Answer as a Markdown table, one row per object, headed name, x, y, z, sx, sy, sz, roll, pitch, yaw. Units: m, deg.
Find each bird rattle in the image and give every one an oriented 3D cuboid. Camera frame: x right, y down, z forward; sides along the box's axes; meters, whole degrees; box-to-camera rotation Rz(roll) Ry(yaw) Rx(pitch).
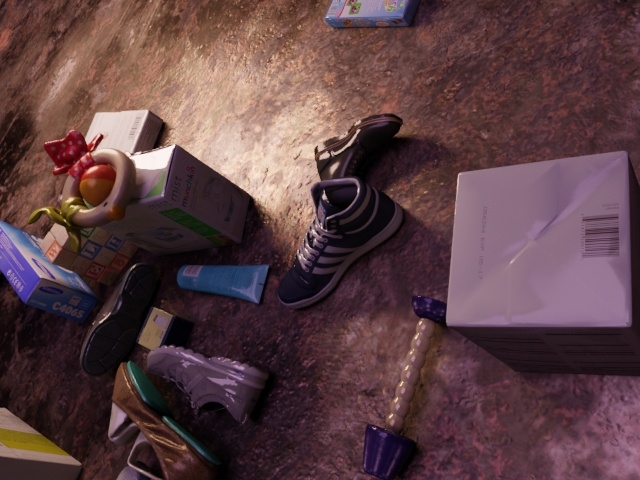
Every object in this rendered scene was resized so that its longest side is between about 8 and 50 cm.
| name | x | y | z | sx | sy | sz | roll | pitch | yaw |
| --- | --- | --- | --- | --- | --- | --- | --- | --- | --- |
| bird rattle | -0.442 | -0.104 | 1.226 | 0.206 | 0.143 | 0.254 | -5 | 57 | 22 |

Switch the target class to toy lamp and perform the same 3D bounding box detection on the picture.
| name | x | y | z | sx | sy | sz | roll | pitch | yaw |
| --- | --- | --- | --- | --- | --- | --- | --- | --- | --- |
| toy lamp | 0.130 | 0.222 | 0.958 | 0.080 | 0.080 | 0.275 | 8 | 73 | 38 |

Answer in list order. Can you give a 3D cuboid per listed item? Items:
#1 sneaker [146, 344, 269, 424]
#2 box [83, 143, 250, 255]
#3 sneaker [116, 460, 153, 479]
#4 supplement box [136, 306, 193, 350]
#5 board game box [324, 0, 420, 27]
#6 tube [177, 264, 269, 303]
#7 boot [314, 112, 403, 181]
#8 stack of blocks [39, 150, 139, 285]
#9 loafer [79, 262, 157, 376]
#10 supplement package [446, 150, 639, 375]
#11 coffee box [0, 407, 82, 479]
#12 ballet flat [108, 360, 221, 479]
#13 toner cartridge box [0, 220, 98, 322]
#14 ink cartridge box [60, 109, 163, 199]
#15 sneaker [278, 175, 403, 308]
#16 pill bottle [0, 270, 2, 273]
| name | x | y | z | sx | sy | sz | roll | pitch | yaw |
| --- | --- | --- | --- | --- | --- | --- | --- | --- | --- |
| sneaker | -0.232 | 0.268 | 1.178 | 0.281 | 0.105 | 0.115 | 3 | 70 | 36 |
| box | -0.326 | -0.078 | 1.330 | 0.261 | 0.231 | 0.127 | -8 | 64 | 32 |
| sneaker | -0.399 | 0.545 | 1.153 | 0.110 | 0.122 | 0.283 | 14 | 77 | 39 |
| supplement box | -0.325 | 0.192 | 1.313 | 0.083 | 0.056 | 0.083 | 14 | 77 | 39 |
| board game box | 0.125 | -0.535 | 1.351 | 0.211 | 0.039 | 0.160 | 15 | 78 | 40 |
| tube | -0.200 | 0.081 | 1.286 | 0.207 | 0.052 | 0.080 | 3 | 75 | 31 |
| boot | 0.076 | -0.141 | 1.184 | 0.198 | 0.076 | 0.137 | -26 | 59 | 40 |
| stack of blocks | -0.491 | -0.058 | 1.480 | 0.087 | 0.171 | 0.297 | 37 | 91 | 41 |
| loafer | -0.452 | 0.174 | 1.407 | 0.084 | 0.096 | 0.268 | 1 | 61 | 57 |
| supplement package | 0.305 | 0.046 | 0.792 | 0.198 | 0.262 | 0.199 | -5 | 66 | 34 |
| coffee box | -0.773 | 0.529 | 1.270 | 0.334 | 0.338 | 0.338 | 16 | 77 | 33 |
| ballet flat | -0.324 | 0.364 | 1.191 | 0.342 | 0.116 | 0.124 | 34 | 76 | 36 |
| toner cartridge box | -0.710 | 0.072 | 1.580 | 0.347 | 0.165 | 0.075 | 33 | 89 | 40 |
| ink cartridge box | -0.558 | -0.212 | 1.676 | 0.238 | 0.060 | 0.275 | 7 | 73 | 39 |
| sneaker | 0.000 | 0.000 | 1.107 | 0.282 | 0.153 | 0.099 | -41 | 50 | 13 |
| pill bottle | -1.000 | 0.086 | 1.803 | 0.229 | 0.131 | 0.131 | -43 | 50 | 12 |
